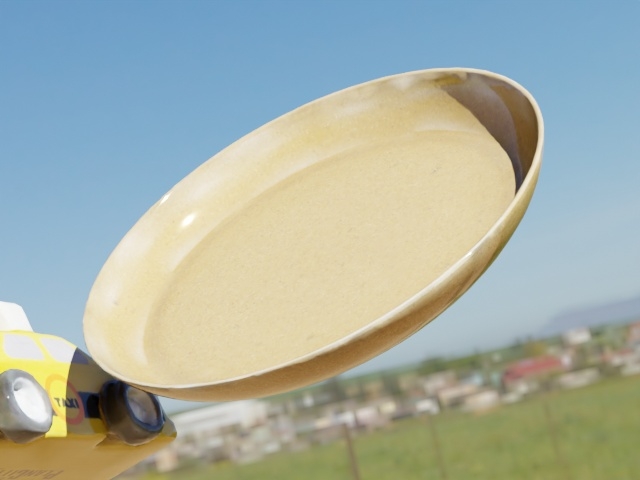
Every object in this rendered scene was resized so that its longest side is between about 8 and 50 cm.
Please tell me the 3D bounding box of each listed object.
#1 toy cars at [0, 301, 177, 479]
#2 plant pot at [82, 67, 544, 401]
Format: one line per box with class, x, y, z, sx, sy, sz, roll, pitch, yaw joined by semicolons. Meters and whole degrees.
toy cars;-0.252;0.106;0.918;0.393;0.087;0.176;-16;-21;-24
plant pot;0.000;0.000;0.913;0.236;0.032;0.236;-24;27;13
